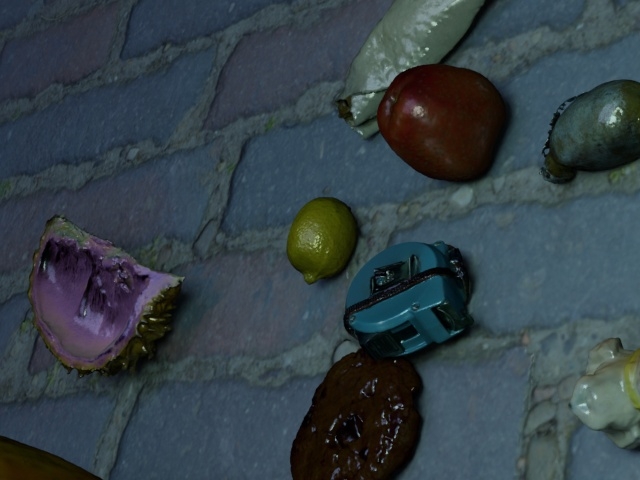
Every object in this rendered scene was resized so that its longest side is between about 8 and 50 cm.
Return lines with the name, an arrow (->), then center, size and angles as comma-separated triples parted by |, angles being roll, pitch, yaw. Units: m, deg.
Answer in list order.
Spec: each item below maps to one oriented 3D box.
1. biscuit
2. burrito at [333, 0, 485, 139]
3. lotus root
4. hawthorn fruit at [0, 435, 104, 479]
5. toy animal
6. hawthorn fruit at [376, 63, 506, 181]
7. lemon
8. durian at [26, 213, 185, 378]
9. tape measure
biscuit -> 0.034, 0.203, 1.637 | 0.192, 0.049, 0.192 | -35, 37, 31
burrito -> 0.147, -0.283, 1.817 | 0.392, 0.076, 0.117 | -49, 43, 20
lotus root -> 0.278, -0.111, 1.524 | 0.165, 0.088, 0.088 | -30, 44, 51
hawthorn fruit -> -0.395, 0.432, 1.674 | 0.471, 0.471, 0.472 | -31, 44, 36
toy animal -> 0.317, 0.101, 1.336 | 0.184, 0.104, 0.185 | -49, 5, -35
hawthorn fruit -> 0.130, -0.136, 1.676 | 0.133, 0.138, 0.133 | -28, 50, 40
lemon -> 0.000, 0.000, 1.798 | 0.082, 0.082, 0.111 | -6, 55, 50
durian -> -0.298, 0.088, 2.076 | 0.341, 0.112, 0.191 | 21, 94, 46
tape measure -> 0.093, 0.062, 1.627 | 0.146, 0.081, 0.125 | -25, 36, 19
